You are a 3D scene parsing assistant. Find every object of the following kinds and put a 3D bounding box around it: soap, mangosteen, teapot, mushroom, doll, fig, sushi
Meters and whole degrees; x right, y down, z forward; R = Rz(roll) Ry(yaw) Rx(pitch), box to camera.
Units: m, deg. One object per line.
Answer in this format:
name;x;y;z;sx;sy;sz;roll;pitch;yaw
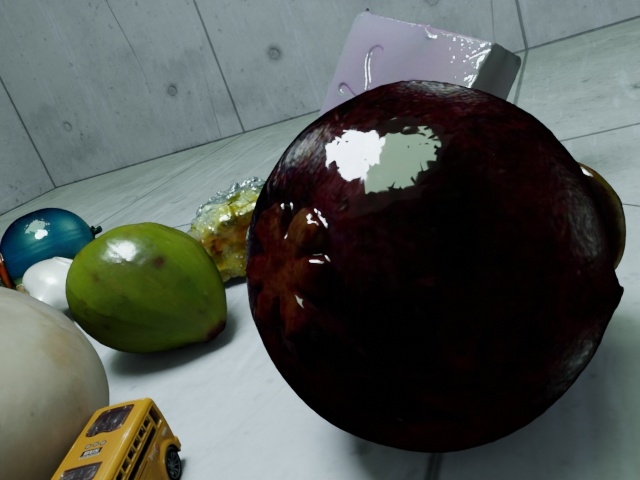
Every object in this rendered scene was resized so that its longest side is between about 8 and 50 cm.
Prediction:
soap;0.135;-0.204;0.962;0.107;0.286;0.296;8;17;-45
mangosteen;0.108;0.023;0.512;0.346;0.307;0.306;3;4;-34
teapot;-0.495;0.085;1.151;0.145;0.092;0.226;22;0;4
mushroom;-0.408;0.196;0.602;0.361;0.295;0.362;9;6;-1
doll;-0.633;0.041;1.292;0.321;0.186;0.198;-26;1;-20
fig;-0.237;0.082;0.838;0.225;0.203;0.203;34;46;20
sushi;-0.112;-0.034;1.065;0.274;0.140;0.184;-23;21;-11

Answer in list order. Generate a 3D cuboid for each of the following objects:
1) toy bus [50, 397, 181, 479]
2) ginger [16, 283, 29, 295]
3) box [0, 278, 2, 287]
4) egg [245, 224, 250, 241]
toy bus;-0.189;0.225;0.507;0.083;0.088;0.194;-16;19;8
ginger;-0.547;0.152;1.094;0.089;0.075;0.288;-44;26;-2
box;-0.599;0.148;0.826;0.190;0.225;0.297;33;47;30
egg;0.000;0.000;0.813;0.236;0.169;0.169;-14;19;37
